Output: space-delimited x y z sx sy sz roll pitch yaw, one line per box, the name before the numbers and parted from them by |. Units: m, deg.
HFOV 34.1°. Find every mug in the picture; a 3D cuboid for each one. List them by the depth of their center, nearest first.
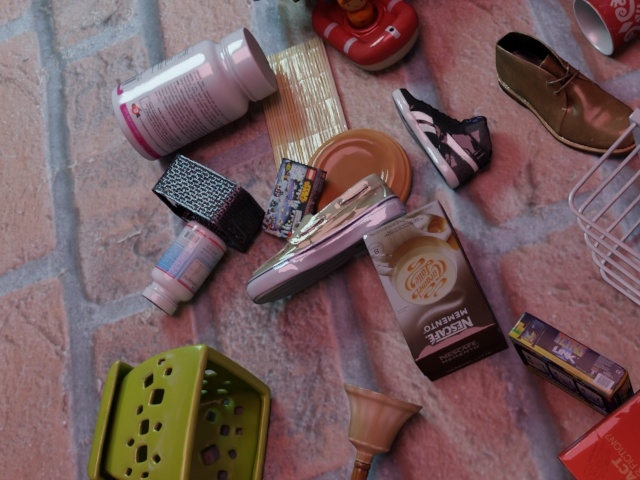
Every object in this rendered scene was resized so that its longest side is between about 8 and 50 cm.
mug | 0.524 -0.420 1.783 0.169 0.113 0.150 -32 58 -1

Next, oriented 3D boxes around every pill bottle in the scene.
pill bottle | -0.243 0.051 1.854 0.087 0.087 0.160 30 77 32
pill bottle | -0.236 -0.279 1.975 0.283 0.160 0.160 -25 57 12

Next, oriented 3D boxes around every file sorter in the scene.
file sorter | 0.489 -0.014 1.484 0.173 0.277 0.193 -48 57 -2

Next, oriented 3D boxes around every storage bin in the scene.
storage bin | -0.198 -0.067 1.877 0.180 0.122 0.084 27 76 31

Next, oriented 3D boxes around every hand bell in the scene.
hand bell | 0.062 0.349 1.582 0.126 0.126 0.242 13 82 27

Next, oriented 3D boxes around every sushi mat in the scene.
sushi mat | -0.034 -0.243 1.967 0.151 0.019 0.316 -20 58 10

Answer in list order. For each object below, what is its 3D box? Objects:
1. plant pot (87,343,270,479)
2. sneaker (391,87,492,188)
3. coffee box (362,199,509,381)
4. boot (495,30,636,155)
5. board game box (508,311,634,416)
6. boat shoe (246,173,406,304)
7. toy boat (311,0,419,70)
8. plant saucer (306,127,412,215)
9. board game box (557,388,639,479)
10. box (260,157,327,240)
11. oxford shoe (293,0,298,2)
plant pot | -0.226 0.305 1.636 0.207 0.227 0.228 -6 62 26
sneaker | 0.222 -0.199 1.811 0.121 0.079 0.217 -31 65 1
coffee box | 0.181 0.078 1.660 0.141 0.098 0.246 -27 57 7
boot | 0.404 -0.246 1.735 0.112 0.115 0.305 -45 58 -8
board game box | 0.365 0.185 1.504 0.170 0.141 0.048 32 80 32
boat shoe | 0.000 0.000 1.760 0.302 0.109 0.094 -32 73 1
toy boat | 0.075 -0.426 1.940 0.151 0.151 0.231 -44 56 -4
plant saucer | 0.060 -0.109 1.832 0.200 0.037 0.200 -7 69 18
board game box | 0.515 0.283 1.382 0.316 0.064 0.242 -40 77 2
box | -0.048 -0.069 1.835 0.094 0.027 0.137 21 95 42
oxford shoe | 0.031 -0.532 2.077 0.212 0.076 0.076 -22 88 7
